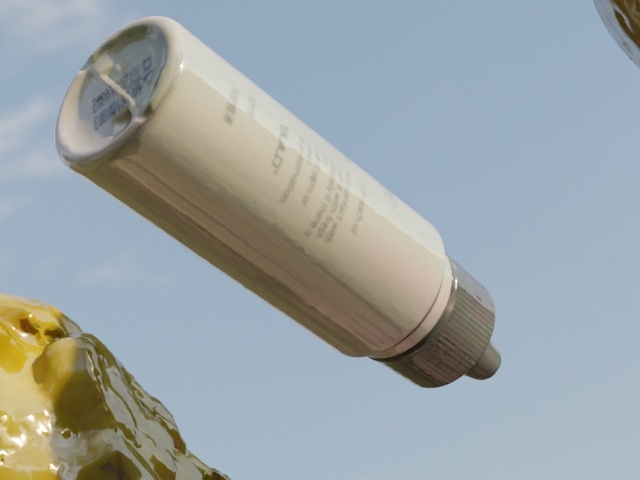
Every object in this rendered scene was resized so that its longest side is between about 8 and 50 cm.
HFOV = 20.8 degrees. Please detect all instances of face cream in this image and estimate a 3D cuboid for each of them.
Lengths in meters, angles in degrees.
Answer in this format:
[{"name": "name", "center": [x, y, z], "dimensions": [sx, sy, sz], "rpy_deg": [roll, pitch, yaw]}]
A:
[{"name": "face cream", "center": [0.000, 0.000, 0.930], "dimensions": [0.092, 0.092, 0.311], "rpy_deg": [-31, -48, 28]}]

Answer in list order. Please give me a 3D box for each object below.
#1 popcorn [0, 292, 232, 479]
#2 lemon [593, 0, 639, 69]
[{"name": "popcorn", "center": [-0.139, 0.147, 0.701], "dimensions": [0.250, 0.250, 0.190], "rpy_deg": [-11, -1, -22]}, {"name": "lemon", "center": [0.233, -0.139, 0.635], "dimensions": [0.310, 0.253, 0.253], "rpy_deg": [15, -21, 6]}]
